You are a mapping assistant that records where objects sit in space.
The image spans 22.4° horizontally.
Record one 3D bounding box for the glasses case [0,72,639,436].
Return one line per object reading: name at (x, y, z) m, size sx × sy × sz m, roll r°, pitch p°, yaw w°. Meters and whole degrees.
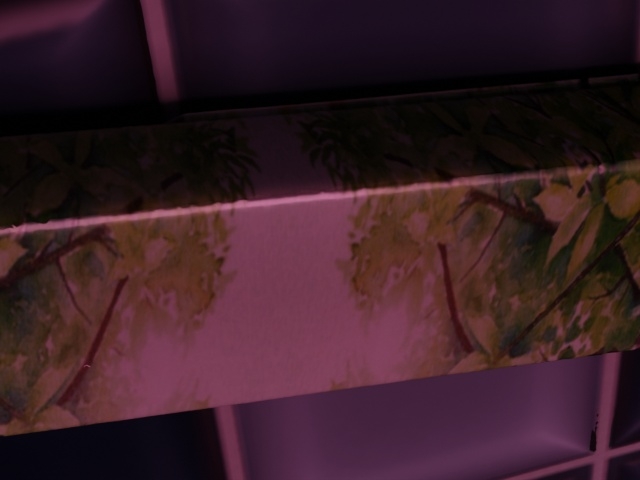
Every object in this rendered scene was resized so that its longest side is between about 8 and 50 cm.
glasses case at (0.000, 0.000, 0.543) m, size 0.272 × 0.062 × 0.095 m, roll -6°, pitch 130°, yaw -17°
